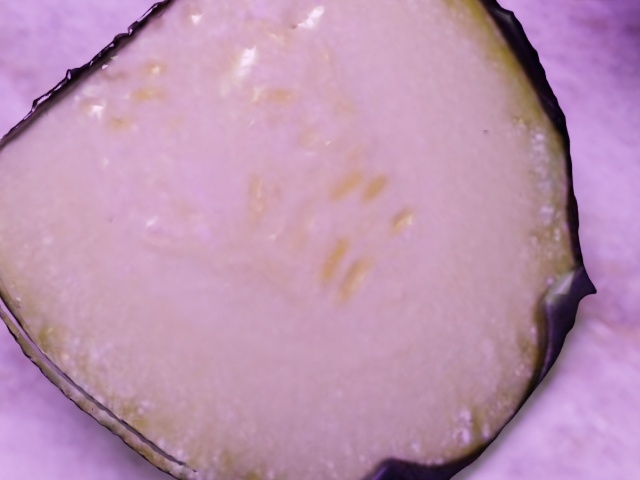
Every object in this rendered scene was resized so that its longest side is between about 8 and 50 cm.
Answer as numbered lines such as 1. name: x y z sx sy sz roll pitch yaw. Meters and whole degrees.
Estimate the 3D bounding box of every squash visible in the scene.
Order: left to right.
1. squash: -0.011 -0.003 0.547 0.192 0.085 0.184 -42 106 -15
